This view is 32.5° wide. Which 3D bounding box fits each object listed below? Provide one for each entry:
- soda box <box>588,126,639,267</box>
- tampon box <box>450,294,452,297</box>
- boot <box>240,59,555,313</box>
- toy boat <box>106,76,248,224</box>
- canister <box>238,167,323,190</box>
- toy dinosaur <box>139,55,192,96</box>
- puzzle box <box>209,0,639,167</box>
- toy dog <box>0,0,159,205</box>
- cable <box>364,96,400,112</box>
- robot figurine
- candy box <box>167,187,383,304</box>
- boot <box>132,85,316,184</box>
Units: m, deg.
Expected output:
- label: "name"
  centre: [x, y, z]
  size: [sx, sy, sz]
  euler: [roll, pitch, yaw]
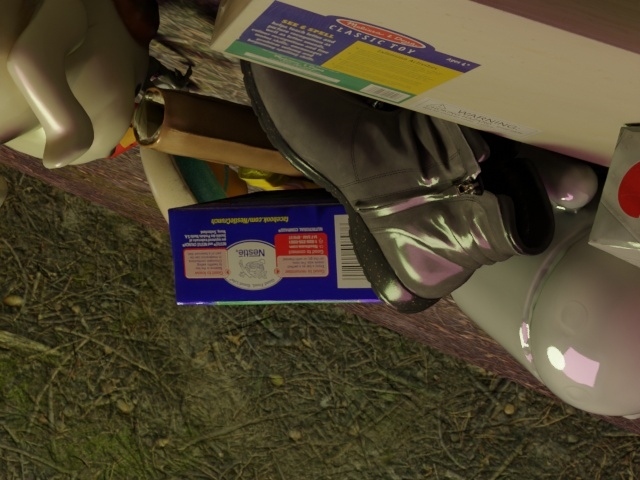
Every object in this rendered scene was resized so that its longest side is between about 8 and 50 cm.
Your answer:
- label: "soda box"
  centre: [0.339, 0.001, 0.872]
  size: [0.286, 0.098, 0.091]
  euler: [20, 174, -39]
- label: "tampon box"
  centre: [0.277, 0.052, 1.470]
  size: [0.101, 0.120, 0.161]
  euler: [30, 168, -29]
- label: "boot"
  centre: [0.075, -0.108, 1.040]
  size: [0.338, 0.118, 0.222]
  euler: [54, 144, 3]
- label: "toy boat"
  centre: [-0.193, -0.112, 1.597]
  size: [0.267, 0.148, 0.318]
  euler: [61, -172, 34]
- label: "canister"
  centre: [-0.017, -0.083, 1.591]
  size: [0.170, 0.073, 0.126]
  euler: [28, 170, -29]
- label: "toy dinosaur"
  centre: [-0.226, -0.210, 1.366]
  size: [0.268, 0.064, 0.118]
  euler: [36, -163, 4]
- label: "puzzle box"
  centre: [0.142, -0.134, 0.792]
  size: [0.408, 0.052, 0.272]
  euler: [14, 173, -16]
- label: "toy dog"
  centre: [-0.353, -0.202, 1.089]
  size: [0.408, 0.284, 0.395]
  euler: [18, -143, -49]
- label: "cable"
  centre: [0.113, -0.115, 1.202]
  size: [0.150, 0.047, 0.184]
  euler: [29, 169, -24]
- label: "robot figurine"
  centre: [0.255, 0.040, 1.083]
  size: [0.300, 0.199, 0.353]
  euler: [64, 171, -30]
- label: "candy box"
  centre: [0.000, 0.000, 1.339]
  size: [0.268, 0.122, 0.317]
  euler: [-1, -174, 17]
- label: "boot"
  centre: [-0.081, -0.121, 1.246]
  size: [0.269, 0.089, 0.236]
  euler: [9, -178, -24]
